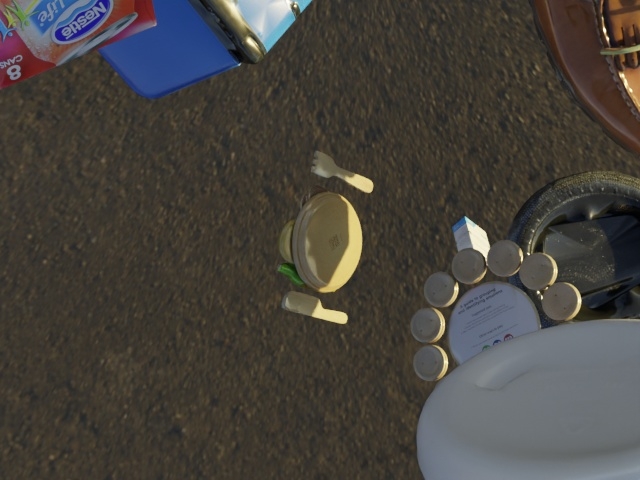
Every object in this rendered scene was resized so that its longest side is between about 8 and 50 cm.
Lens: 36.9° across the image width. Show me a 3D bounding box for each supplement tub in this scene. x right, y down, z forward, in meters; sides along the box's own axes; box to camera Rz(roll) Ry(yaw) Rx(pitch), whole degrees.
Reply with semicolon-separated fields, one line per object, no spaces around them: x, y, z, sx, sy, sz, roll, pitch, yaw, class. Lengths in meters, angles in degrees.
0.216;0.250;0.695;0.241;0.241;0.331;-13;107;7;supplement tub

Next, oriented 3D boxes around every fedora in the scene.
0.465;0.034;1.684;0.334;0.152;0.334;0;87;-9;fedora

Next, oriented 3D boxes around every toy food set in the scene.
0.000;0.000;1.167;0.132;0.039;0.192;23;76;-46;toy food set

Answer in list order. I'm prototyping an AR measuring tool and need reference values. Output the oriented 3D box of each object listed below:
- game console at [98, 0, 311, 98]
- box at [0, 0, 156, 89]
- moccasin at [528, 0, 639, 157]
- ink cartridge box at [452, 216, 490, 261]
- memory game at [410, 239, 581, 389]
-0.170;-0.338;1.077;0.250;0.173;0.293;-52;128;-16;game console
-0.237;-0.236;0.676;0.128;0.257;0.122;-29;144;-20;box
0.265;-0.245;0.840;0.147;0.139;0.380;-14;98;48;moccasin
0.223;0.010;1.401;0.048;0.083;0.028;35;119;-26;ink cartridge box
0.169;0.090;0.932;0.186;0.186;0.012;-47;148;18;memory game
